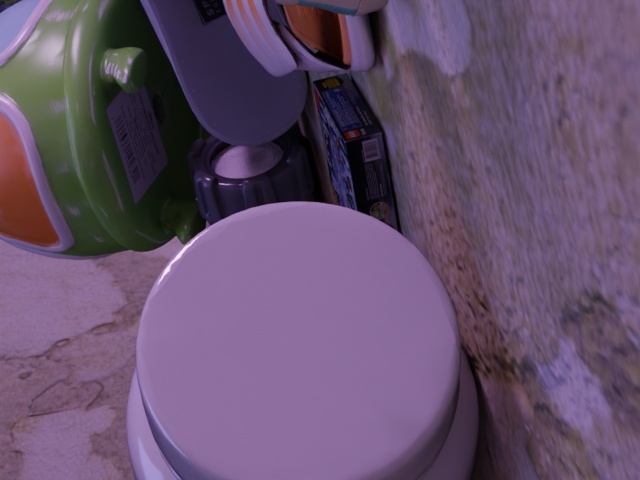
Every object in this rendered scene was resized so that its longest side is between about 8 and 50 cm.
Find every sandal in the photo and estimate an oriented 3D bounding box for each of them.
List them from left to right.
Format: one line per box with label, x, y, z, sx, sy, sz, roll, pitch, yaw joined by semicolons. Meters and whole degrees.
sandal;-0.024;-0.149;1.120;0.265;0.076;0.102;-146;42;-80

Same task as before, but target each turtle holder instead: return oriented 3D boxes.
turtle holder;-0.211;-0.130;1.544;0.243;0.227;0.320;59;-151;-51

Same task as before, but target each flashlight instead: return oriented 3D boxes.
flashlight;-0.038;0.039;1.520;0.103;0.103;0.304;-72;-22;-46

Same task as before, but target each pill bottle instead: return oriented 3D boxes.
pill bottle;-0.010;0.132;1.071;0.361;0.204;0.204;88;166;-63

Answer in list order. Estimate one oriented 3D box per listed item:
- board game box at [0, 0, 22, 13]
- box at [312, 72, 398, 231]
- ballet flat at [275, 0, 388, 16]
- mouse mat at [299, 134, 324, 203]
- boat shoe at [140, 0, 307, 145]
board game box;-0.263;-0.285;1.694;0.336;0.253;0.079;25;-131;-78
box;0.027;-0.031;1.172;0.094;0.027;0.137;-114;11;-58
ballet flat;-0.026;-0.229;0.948;0.086;0.086;0.248;91;163;-67
mouse mat;0.000;0.000;1.558;0.152;0.007;0.190;-165;61;-82
boat shoe;-0.103;-0.263;1.385;0.156;0.135;0.367;-112;-1;-66
